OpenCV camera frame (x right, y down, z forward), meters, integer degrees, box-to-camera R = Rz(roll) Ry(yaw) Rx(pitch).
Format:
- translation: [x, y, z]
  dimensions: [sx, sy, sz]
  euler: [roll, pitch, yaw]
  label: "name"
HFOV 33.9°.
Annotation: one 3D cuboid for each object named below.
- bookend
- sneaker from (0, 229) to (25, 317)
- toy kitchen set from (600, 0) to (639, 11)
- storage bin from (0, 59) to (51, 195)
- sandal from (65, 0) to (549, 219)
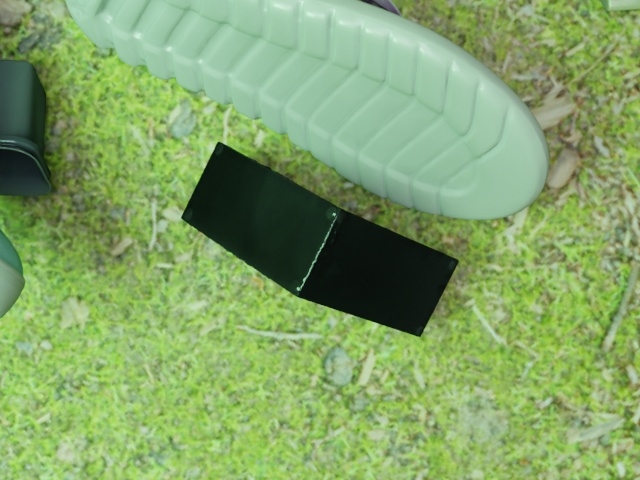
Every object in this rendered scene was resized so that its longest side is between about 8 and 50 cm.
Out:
- translation: [0.000, 0.000, 0.848]
  dimensions: [0.157, 0.156, 0.072]
  euler: [22, 96, -46]
  label: "bookend"
- translation: [-0.314, -0.111, 0.724]
  dimensions: [0.366, 0.135, 0.150]
  euler: [46, 76, -6]
  label: "sneaker"
- translation: [0.281, -0.285, 0.784]
  dimensions: [0.122, 0.166, 0.207]
  euler: [-5, 95, 1]
  label: "toy kitchen set"
- translation: [-0.282, -0.092, 0.849]
  dimensions: [0.135, 0.098, 0.091]
  euler: [2, 67, 1]
  label: "storage bin"
- translation: [-0.001, -0.155, 0.825]
  dimensions: [0.416, 0.169, 0.102]
  euler: [27, 55, -2]
  label: "sandal"
